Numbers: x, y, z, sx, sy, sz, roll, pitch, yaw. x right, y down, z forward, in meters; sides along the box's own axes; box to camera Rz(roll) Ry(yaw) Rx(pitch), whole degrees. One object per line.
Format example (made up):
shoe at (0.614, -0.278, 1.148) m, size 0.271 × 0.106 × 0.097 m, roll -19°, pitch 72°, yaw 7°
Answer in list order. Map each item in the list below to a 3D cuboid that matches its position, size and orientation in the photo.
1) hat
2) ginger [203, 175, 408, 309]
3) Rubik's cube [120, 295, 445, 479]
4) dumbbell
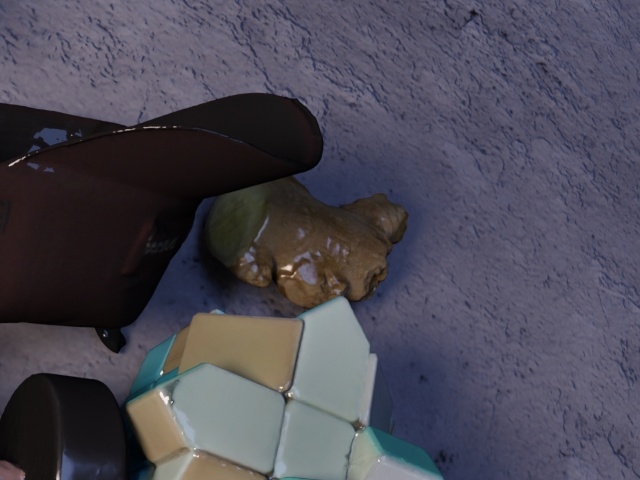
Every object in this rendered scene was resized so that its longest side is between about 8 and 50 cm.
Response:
hat at (-0.162, 0.004, 0.799) m, size 0.238 × 0.336 × 0.208 m, roll -27°, pitch 118°, yaw -68°
ginger at (0.000, 0.004, 1.034) m, size 0.213 × 0.074 × 0.137 m, roll 13°, pitch 61°, yaw -38°
Rubik's cube at (-0.051, 0.171, 0.815) m, size 0.224 × 0.213 × 0.265 m, roll 33°, pitch 55°, yaw -20°
dumbbell at (-0.247, 0.150, 0.722) m, size 0.218 × 0.152 × 0.152 m, roll 13°, pitch 61°, yaw -31°
